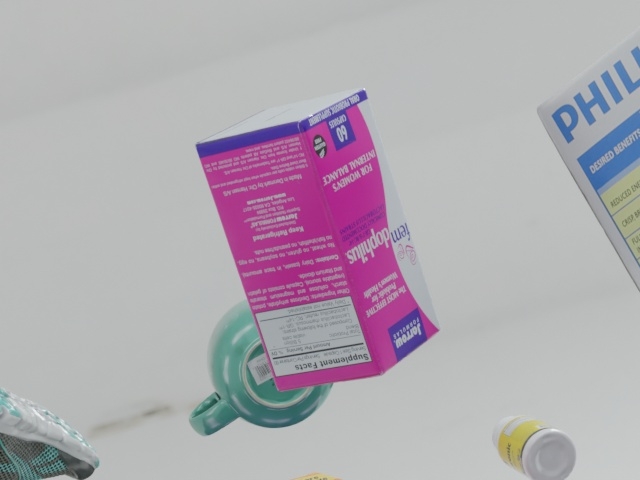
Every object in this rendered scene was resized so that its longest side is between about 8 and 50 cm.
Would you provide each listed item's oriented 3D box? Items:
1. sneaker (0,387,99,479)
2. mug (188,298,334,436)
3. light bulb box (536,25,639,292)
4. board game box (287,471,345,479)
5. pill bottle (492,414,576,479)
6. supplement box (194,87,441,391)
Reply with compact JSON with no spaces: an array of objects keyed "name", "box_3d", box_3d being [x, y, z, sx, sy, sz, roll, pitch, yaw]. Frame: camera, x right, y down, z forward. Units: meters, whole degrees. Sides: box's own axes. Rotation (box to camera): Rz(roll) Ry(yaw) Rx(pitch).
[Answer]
[{"name":"sneaker","box_3d":[-0.231,0.159,1.447,0.076,0.065,0.166,-53,-34,-1]},{"name":"mug","box_3d":[-0.051,0.137,1.946,0.129,0.097,0.157,15,-87,-10]},{"name":"light bulb box","box_3d":[0.427,-0.055,1.492,0.225,0.361,0.358,-11,-22,-48]},{"name":"board game box","box_3d":[-0.023,0.473,1.930,0.356,0.356,0.356,-11,-77,-39]},{"name":"pill bottle","box_3d":[0.237,0.233,2.176,0.065,0.116,0.065,-2,-82,-17]},{"name":"supplement box","box_3d":[0.000,0.000,1.592,0.114,0.220,0.111,-10,13,34]}]
